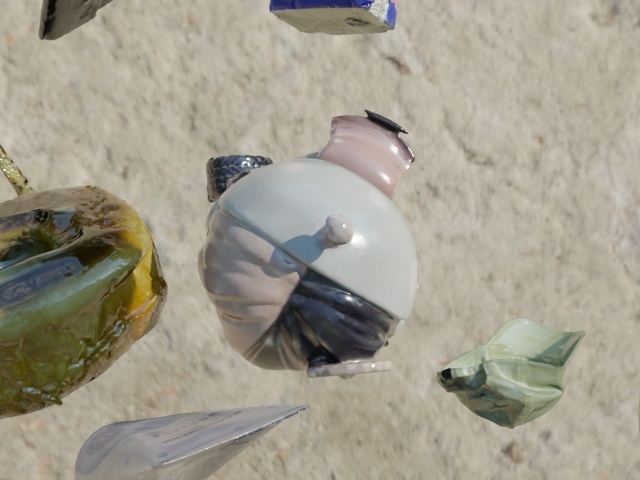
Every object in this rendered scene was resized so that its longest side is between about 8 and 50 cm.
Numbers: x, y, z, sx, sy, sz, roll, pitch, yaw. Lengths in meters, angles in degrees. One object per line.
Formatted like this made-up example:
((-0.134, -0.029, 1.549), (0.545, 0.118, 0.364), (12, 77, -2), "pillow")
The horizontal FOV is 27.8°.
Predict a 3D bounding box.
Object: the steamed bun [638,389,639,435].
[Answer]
((0.533, 0.259, 1.545), (0.241, 0.374, 0.374), (-52, 61, 26), "steamed bun")

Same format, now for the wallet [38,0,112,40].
((-0.194, -0.317, 1.240), (0.044, 0.321, 0.170), (37, 62, 2), "wallet")

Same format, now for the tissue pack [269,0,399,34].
((0.047, -0.470, 2.060), (0.209, 0.137, 0.270), (3, 78, 40), "tissue pack")

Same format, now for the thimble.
((-0.117, -0.092, 1.922), (0.104, 0.095, 0.066), (-3, 84, -10), "thimble")

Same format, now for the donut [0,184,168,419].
((-0.307, 0.064, 1.367), (0.330, 0.160, 0.330), (-20, 25, 10), "donut")

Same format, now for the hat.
((0.214, 0.140, 1.412), (0.122, 0.081, 0.166), (12, 36, 32), "hat")

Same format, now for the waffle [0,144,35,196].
((-0.413, -0.070, 1.824), (0.023, 0.153, 0.097), (-41, 55, -17), "waffle")

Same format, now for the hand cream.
((-0.077, 0.105, 0.626), (0.084, 0.142, 0.053), (-18, 81, -40), "hand cream")

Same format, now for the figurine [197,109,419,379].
((-0.009, -0.003, 1.408), (0.253, 0.211, 0.361), (16, 25, 5), "figurine")
